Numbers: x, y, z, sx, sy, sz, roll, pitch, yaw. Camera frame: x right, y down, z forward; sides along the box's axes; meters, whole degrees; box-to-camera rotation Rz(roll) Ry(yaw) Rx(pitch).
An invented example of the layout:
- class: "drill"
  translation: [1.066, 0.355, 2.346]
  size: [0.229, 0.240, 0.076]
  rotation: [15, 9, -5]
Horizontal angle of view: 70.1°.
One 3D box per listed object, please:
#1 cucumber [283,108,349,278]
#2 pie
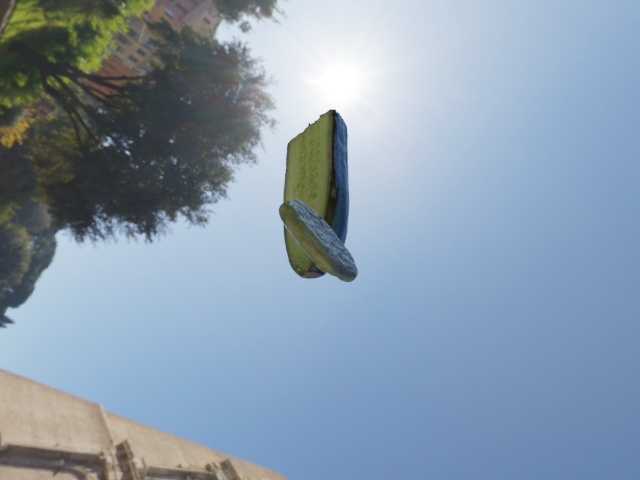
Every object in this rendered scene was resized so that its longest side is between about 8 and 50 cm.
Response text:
- class: "cucumber"
  translation: [0.001, -0.055, 0.596]
  size: [0.115, 0.063, 0.243]
  rotation: [-34, -138, 45]
- class: "pie"
  translation: [0.000, 0.000, 0.368]
  size: [0.017, 0.085, 0.085]
  rotation: [-39, -139, 15]
